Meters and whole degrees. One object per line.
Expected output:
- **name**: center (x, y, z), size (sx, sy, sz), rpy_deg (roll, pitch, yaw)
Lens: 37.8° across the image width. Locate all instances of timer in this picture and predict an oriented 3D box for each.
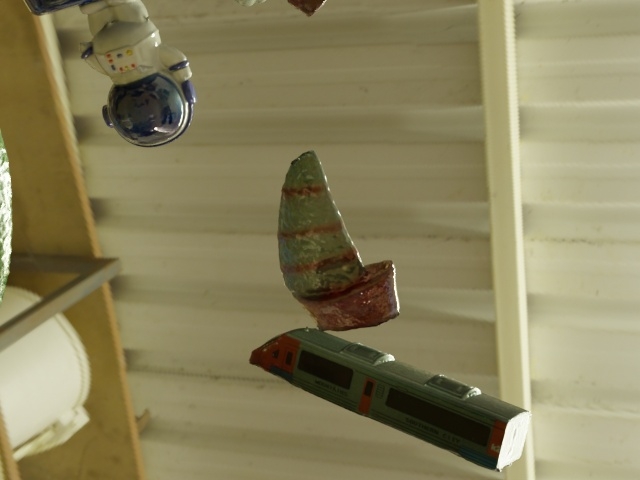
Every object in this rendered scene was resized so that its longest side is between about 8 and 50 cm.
- **timer**: center (-0.305, -0.328, 1.445), size (0.271, 0.270, 0.383), rpy_deg (-10, -69, 26)

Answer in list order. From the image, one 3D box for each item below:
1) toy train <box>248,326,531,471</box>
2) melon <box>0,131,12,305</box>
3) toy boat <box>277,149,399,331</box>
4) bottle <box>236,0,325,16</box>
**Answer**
- **toy train**: center (0.082, 0.197, 1.277), size (0.410, 0.086, 0.089), rpy_deg (19, -79, 33)
- **melon**: center (-0.283, -0.028, 0.678), size (0.114, 0.053, 0.261), rpy_deg (-9, -83, 4)
- **toy boat**: center (0.000, 0.000, 1.411), size (0.206, 0.096, 0.282), rpy_deg (-6, -63, 38)
- **bottle**: center (-0.092, -0.303, 0.882), size (0.245, 0.104, 0.104), rpy_deg (38, -59, -10)
